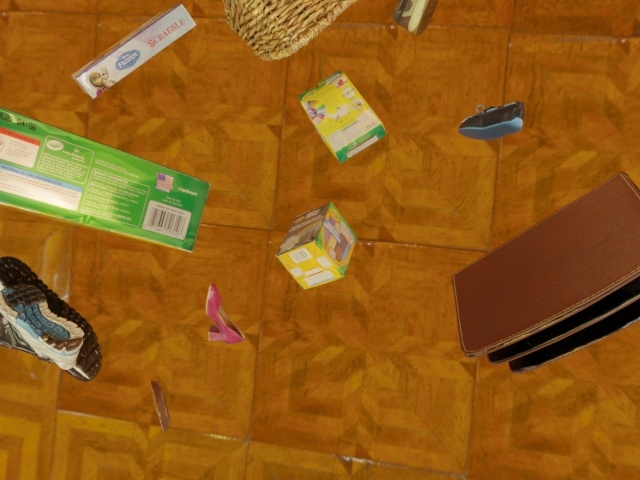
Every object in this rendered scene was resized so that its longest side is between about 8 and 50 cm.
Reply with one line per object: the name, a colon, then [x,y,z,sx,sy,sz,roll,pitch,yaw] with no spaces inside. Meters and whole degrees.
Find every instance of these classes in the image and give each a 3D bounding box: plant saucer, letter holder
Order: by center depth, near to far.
letter holder: [0.361,0.081,0.789,0.302,0.214,0.152,-37,109,26]
plant saucer: [-0.501,0.517,1.739,0.029,0.168,0.168,-15,86,-19]

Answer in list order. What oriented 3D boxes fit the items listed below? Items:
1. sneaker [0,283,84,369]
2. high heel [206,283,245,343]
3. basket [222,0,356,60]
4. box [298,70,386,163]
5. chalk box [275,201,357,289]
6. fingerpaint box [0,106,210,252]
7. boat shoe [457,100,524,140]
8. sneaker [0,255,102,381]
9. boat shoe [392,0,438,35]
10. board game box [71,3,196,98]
sneaker: [-0.470,0.147,0.917,0.191,0.071,0.082,36,129,22]
high heel: [-0.298,0.234,1.743,0.117,0.082,0.243,2,122,-3]
basket: [-0.028,-0.506,1.169,0.223,0.213,0.299,43,77,5]
box: [0.035,-0.239,1.043,0.105,0.043,0.179,-31,59,4]
chalk box: [0.000,0.000,1.434,0.133,0.213,0.132,-21,118,33]
fingerpaint box: [-0.517,-0.119,1.121,0.371,0.445,0.163,8,82,48]
boat shoe: [0.531,-0.364,1.689,0.109,0.258,0.088,22,84,-30]
sneaker: [-0.543,0.168,1.049,0.124,0.107,0.283,-33,105,13]
boat shoe: [0.126,-0.328,0.664,0.049,0.056,0.152,28,124,14]
board game box: [-0.510,-0.505,1.479,0.319,0.318,0.065,-40,119,-11]
